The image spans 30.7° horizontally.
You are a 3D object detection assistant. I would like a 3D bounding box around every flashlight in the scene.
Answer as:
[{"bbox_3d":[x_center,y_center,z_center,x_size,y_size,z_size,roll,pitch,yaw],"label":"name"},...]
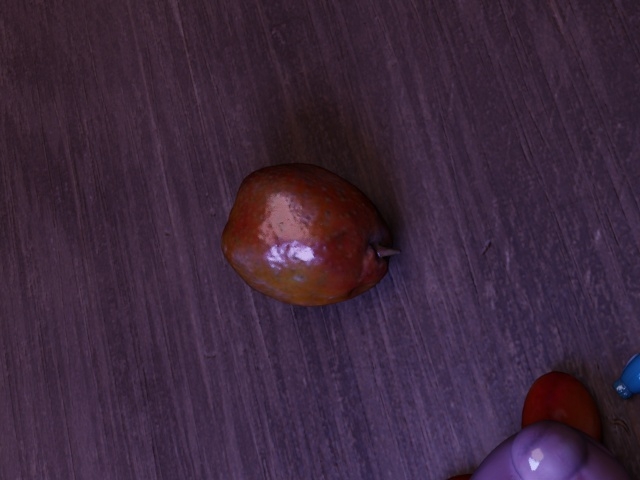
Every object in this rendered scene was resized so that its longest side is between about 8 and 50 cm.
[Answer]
[{"bbox_3d":[0.417,0.150,1.434,0.129,0.051,0.051,-43,59,14],"label":"flashlight"}]

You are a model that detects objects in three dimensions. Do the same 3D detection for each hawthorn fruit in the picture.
[{"bbox_3d":[0.000,0.000,1.625,0.262,0.210,0.210,19,85,26],"label":"hawthorn fruit"}]

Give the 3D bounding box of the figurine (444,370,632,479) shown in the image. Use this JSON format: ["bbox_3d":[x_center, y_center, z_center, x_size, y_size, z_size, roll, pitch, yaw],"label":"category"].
[{"bbox_3d":[0.273,0.324,1.384,0.211,0.261,0.270,42,97,4],"label":"figurine"}]
